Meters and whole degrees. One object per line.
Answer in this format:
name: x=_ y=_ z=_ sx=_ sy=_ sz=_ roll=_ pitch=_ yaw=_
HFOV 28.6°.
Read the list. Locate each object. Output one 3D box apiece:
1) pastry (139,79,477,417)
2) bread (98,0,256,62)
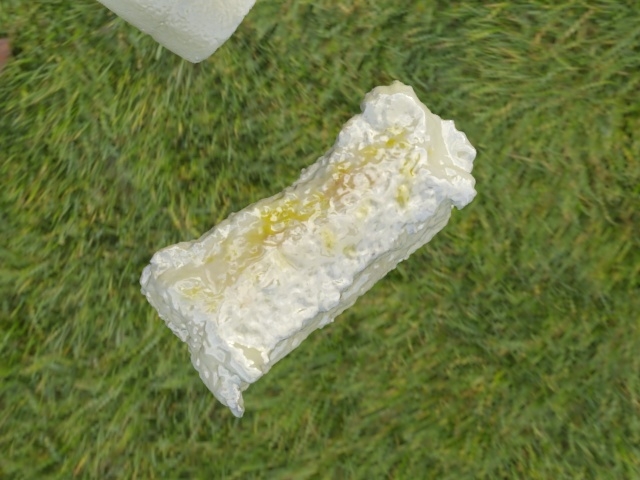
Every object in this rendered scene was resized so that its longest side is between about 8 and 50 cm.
pastry: x=-0.005 y=-0.004 z=0.884 sx=0.258 sy=0.089 sz=0.121 roll=-41 pitch=91 yaw=-19
bread: x=-0.142 y=-0.261 z=1.190 sx=0.141 sy=0.148 sz=0.134 roll=32 pitch=100 yaw=-25
